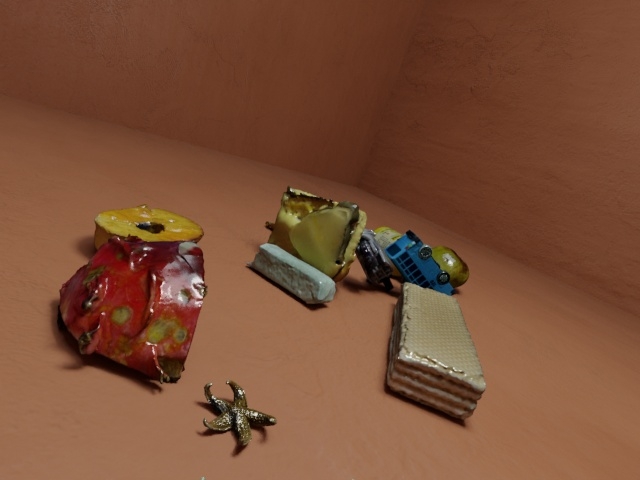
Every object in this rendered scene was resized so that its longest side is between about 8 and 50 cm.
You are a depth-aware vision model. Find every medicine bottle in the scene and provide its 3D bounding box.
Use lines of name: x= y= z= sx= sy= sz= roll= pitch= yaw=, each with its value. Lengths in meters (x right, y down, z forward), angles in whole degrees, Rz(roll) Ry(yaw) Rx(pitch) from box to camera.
medicine bottle: x=0.234 y=0.050 z=1.298 sx=0.122 sy=0.121 sz=0.212 roll=9 pitch=17 yaw=-39

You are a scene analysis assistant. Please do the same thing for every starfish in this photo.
starfish: x=-0.088 y=0.187 z=0.481 sx=0.078 sy=0.028 sz=0.091 roll=8 pitch=19 yaw=-22

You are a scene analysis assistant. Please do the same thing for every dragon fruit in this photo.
dragon fruit: x=-0.242 y=0.055 z=0.575 sx=0.161 sy=0.126 sz=0.274 roll=14 pitch=14 yaw=-25

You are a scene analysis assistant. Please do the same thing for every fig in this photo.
fig: x=0.384 y=0.083 z=1.383 sx=0.153 sy=0.120 sz=0.136 roll=26 pitch=10 yaw=27

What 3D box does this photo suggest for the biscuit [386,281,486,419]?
biscuit: x=0.203 y=0.175 z=0.843 sx=0.144 sy=0.078 sz=0.426 roll=21 pitch=12 yaw=9

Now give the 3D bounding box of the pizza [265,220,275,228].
pizza: x=-0.128 y=-0.037 z=1.339 sx=0.083 sy=0.025 sz=0.078 roll=12 pitch=9 yaw=-2

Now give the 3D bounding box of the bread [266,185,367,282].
bread: x=0.000 y=0.000 z=1.024 sx=0.163 sy=0.204 sz=0.262 roll=21 pitch=3 yaw=-43

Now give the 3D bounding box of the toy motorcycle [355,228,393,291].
toy motorcycle: x=0.126 y=0.047 z=1.106 sx=0.215 sy=0.080 sz=0.122 roll=50 pitch=15 yaw=-55

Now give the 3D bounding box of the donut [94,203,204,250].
donut: x=-0.315 y=0.000 z=0.819 sx=0.174 sy=0.074 sz=0.190 roll=24 pitch=18 yaw=11

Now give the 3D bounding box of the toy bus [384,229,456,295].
toy bus: x=0.251 y=0.076 z=1.129 sx=0.184 sy=0.106 sz=0.090 roll=52 pitch=4 yaw=-17

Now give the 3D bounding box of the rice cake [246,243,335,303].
rice cake: x=-0.058 y=0.068 z=0.928 sx=0.207 sy=0.063 sz=0.069 roll=29 pitch=14 yaw=35

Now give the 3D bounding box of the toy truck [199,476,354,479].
toy truck: x=-0.020 y=0.226 z=0.351 sx=0.175 sy=0.067 sz=0.081 roll=16 pitch=7 yaw=1
